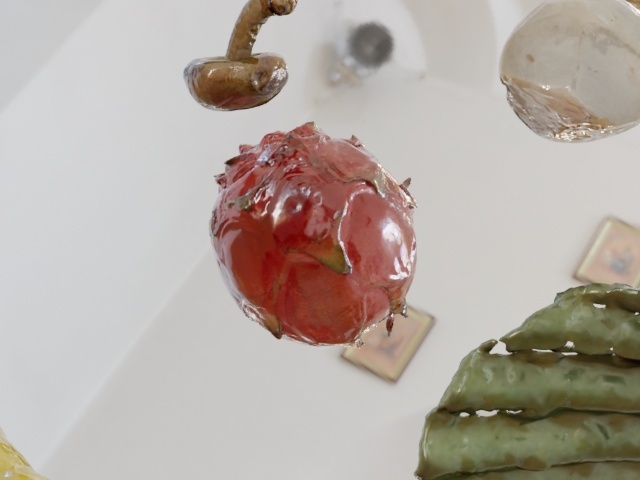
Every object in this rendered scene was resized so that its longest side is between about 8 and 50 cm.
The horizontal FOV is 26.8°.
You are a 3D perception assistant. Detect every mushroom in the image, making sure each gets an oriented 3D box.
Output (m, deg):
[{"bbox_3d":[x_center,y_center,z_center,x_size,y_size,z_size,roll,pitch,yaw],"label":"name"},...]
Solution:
[{"bbox_3d":[0.168,-0.109,0.815,0.097,0.212,0.088,-13,-84,28],"label":"mushroom"},{"bbox_3d":[-0.058,-0.149,1.101,0.129,0.088,0.073,-43,-112,36],"label":"mushroom"}]

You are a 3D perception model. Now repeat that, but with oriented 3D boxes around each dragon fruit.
[{"bbox_3d":[-0.009,-0.005,1.459,0.241,0.241,0.252,17,-61,31],"label":"dragon fruit"}]

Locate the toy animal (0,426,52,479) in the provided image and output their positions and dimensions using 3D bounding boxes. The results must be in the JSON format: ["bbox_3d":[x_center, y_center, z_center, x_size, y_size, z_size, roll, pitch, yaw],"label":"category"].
[{"bbox_3d":[-0.168,0.141,0.714,0.159,0.070,0.083,19,-5,32],"label":"toy animal"}]

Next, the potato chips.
[{"bbox_3d":[0.265,0.173,0.940,0.389,0.097,0.373,-9,-43,11],"label":"potato chips"}]
